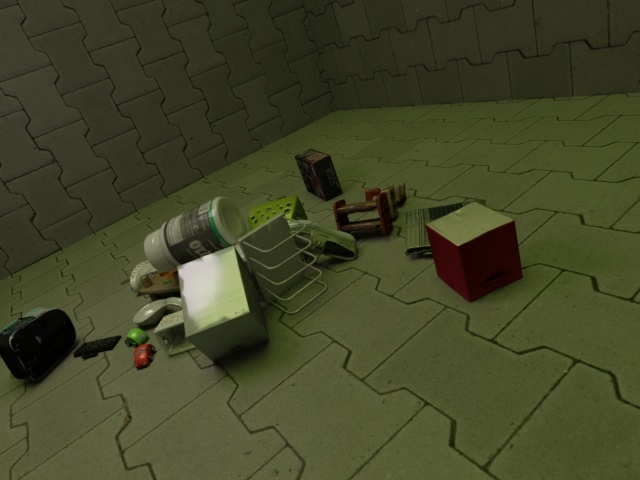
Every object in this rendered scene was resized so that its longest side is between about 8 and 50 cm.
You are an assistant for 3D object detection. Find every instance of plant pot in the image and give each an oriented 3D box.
[{"bbox_3d":[-0.167,-0.021,1.814,0.227,0.228,0.207,-15,32,11],"label":"plant pot"}]

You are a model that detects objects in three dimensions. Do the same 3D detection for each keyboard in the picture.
[{"bbox_3d":[-0.869,0.413,1.709,0.180,0.023,0.108,-15,27,14],"label":"keyboard"}]

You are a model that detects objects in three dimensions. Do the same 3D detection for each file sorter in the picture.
[{"bbox_3d":[-0.117,0.084,1.511,0.193,0.277,0.173,-34,33,-26],"label":"file sorter"}]

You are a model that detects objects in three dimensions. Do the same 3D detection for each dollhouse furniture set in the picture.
[{"bbox_3d":[0.224,-0.128,1.861,0.201,0.152,0.374,-7,12,28],"label":"dollhouse furniture set"}]

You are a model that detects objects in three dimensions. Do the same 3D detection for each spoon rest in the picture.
[{"bbox_3d":[-0.614,0.271,1.727,0.276,0.084,0.137,-9,28,21],"label":"spoon rest"}]

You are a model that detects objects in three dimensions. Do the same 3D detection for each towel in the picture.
[{"bbox_3d":[0.459,-0.045,1.605,0.312,0.056,0.324,-9,26,16],"label":"towel"}]

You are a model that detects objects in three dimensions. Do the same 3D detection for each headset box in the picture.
[{"bbox_3d":[-0.006,-0.345,2.321,0.110,0.218,0.293,-27,26,-13],"label":"headset box"}]

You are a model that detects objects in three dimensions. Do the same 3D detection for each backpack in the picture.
[{"bbox_3d":[-1.089,0.383,1.702,0.191,0.225,0.253,-1,27,25],"label":"backpack"}]

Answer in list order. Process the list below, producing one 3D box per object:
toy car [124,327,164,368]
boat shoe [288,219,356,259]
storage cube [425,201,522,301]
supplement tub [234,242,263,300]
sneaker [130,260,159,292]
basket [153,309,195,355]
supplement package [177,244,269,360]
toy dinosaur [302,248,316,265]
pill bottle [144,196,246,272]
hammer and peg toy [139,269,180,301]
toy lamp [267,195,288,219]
[{"bbox_3d":[-0.642,0.355,1.616,0.225,0.053,0.239,-3,31,32],"label":"toy car"},{"bbox_3d":[0.000,0.000,1.651,0.302,0.109,0.094,10,31,-13],"label":"boat shoe"},{"bbox_3d":[0.444,0.027,1.297,0.184,0.193,0.215,-24,27,-6],"label":"storage cube"},{"bbox_3d":[-0.246,0.109,1.635,0.144,0.199,0.144,-17,26,9],"label":"supplement tub"},{"bbox_3d":[-0.781,0.139,2.092,0.118,0.110,0.292,1,32,21],"label":"sneaker"},{"bbox_3d":[-0.463,0.303,1.520,0.167,0.113,0.103,-19,24,3],"label":"basket"},{"bbox_3d":[-0.308,0.199,1.406,0.199,0.198,0.262,-21,52,-1],"label":"supplement package"},{"bbox_3d":[-0.054,0.054,1.723,0.053,0.092,0.183,-12,27,18],"label":"toy dinosaur"},{"bbox_3d":[-0.491,-0.014,1.733,0.361,0.204,0.204,-22,24,18],"label":"pill bottle"},{"bbox_3d":[-0.563,0.137,1.900,0.361,0.127,0.266,-8,27,23],"label":"hammer and peg toy"},{"bbox_3d":[-0.223,-0.145,2.257,0.080,0.080,0.274,-10,31,21],"label":"toy lamp"}]
